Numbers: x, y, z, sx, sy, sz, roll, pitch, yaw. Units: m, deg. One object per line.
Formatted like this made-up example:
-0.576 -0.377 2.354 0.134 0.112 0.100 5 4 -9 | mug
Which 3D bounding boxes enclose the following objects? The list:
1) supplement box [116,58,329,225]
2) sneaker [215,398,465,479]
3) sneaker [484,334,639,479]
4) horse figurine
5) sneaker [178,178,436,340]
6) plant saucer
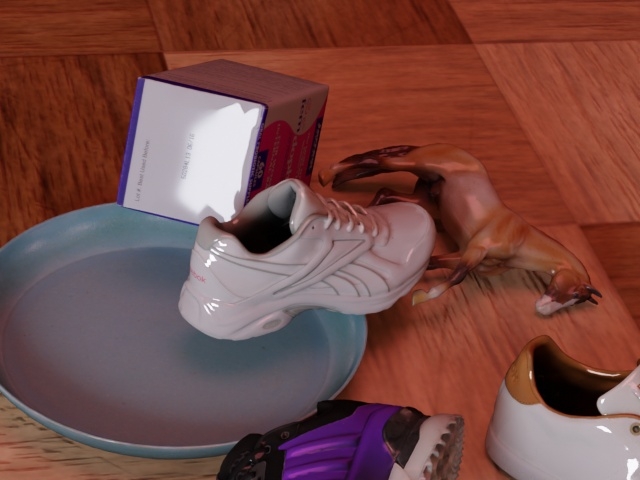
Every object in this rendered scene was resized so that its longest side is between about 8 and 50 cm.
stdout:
-0.079 -0.085 1.545 0.113 0.111 0.220 14 13 11 | supplement box
-0.017 0.201 1.241 0.146 0.102 0.293 17 31 20 | sneaker
0.254 0.164 1.310 0.290 0.123 0.106 25 37 22 | sneaker
0.108 -0.020 1.591 0.174 0.066 0.263 -17 44 -21 | horse figurine
0.000 0.000 1.426 0.232 0.115 0.090 -18 42 -30 | sneaker
-0.122 0.073 1.441 0.317 0.044 0.318 5 36 -4 | plant saucer
